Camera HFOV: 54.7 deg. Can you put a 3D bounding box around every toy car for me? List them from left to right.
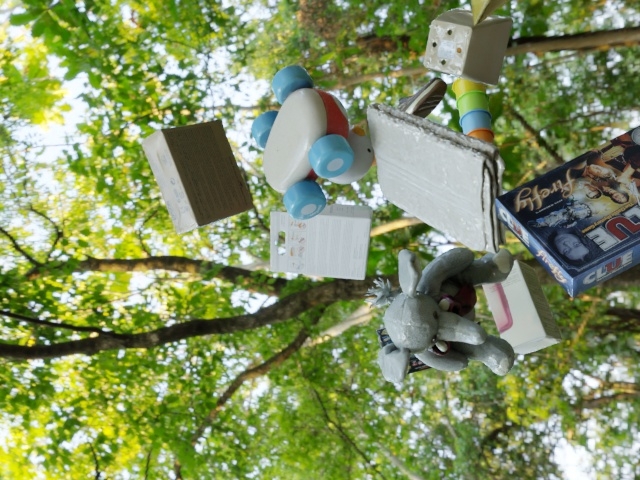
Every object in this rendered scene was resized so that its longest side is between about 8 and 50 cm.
[{"bbox_3d":[0.030,-0.177,1.143,0.238,0.210,0.219,-3,-127,-34],"label":"toy car"}]

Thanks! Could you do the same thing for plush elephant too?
[{"bbox_3d":[0.231,0.152,1.228,0.255,0.330,0.271,-34,-51,-73],"label":"plush elephant"}]

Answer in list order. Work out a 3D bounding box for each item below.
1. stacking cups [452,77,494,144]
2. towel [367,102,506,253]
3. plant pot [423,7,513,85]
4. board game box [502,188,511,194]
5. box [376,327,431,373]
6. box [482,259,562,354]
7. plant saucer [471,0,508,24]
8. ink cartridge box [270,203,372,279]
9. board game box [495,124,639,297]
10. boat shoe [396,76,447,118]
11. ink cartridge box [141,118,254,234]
[{"bbox_3d":[0.412,-0.293,1.641,0.096,0.096,0.316,28,-128,-44],"label":"stacking cups"},{"bbox_3d":[0.179,-0.104,0.979,0.049,0.282,0.187,-31,-50,-20],"label":"towel"},{"bbox_3d":[0.228,-0.312,0.998,0.096,0.109,0.109,-19,-54,-46],"label":"plant pot"},{"bbox_3d":[0.533,-0.146,1.871,0.090,0.090,0.020,-9,-70,-61],"label":"board game box"},{"bbox_3d":[0.290,0.305,1.823,0.175,0.221,0.051,-107,2,-60],"label":"box"},{"bbox_3d":[0.571,0.193,1.769,0.149,0.127,0.232,21,-131,-50],"label":"box"},{"bbox_3d":[0.309,-0.417,0.716,0.081,0.333,0.333,53,-169,-1],"label":"plant saucer"},{"bbox_3d":[0.000,0.000,1.419,0.056,0.225,0.180,-81,-5,-53],"label":"ink cartridge box"},{"bbox_3d":[0.375,-0.048,0.790,0.243,0.165,0.042,-27,-44,-3],"label":"board game box"},{"bbox_3d":[0.263,-0.395,1.838,0.095,0.257,0.095,-3,-127,-48],"label":"boat shoe"},{"bbox_3d":[-0.285,-0.153,1.458,0.193,0.088,0.234,-24,-86,-51],"label":"ink cartridge box"}]
